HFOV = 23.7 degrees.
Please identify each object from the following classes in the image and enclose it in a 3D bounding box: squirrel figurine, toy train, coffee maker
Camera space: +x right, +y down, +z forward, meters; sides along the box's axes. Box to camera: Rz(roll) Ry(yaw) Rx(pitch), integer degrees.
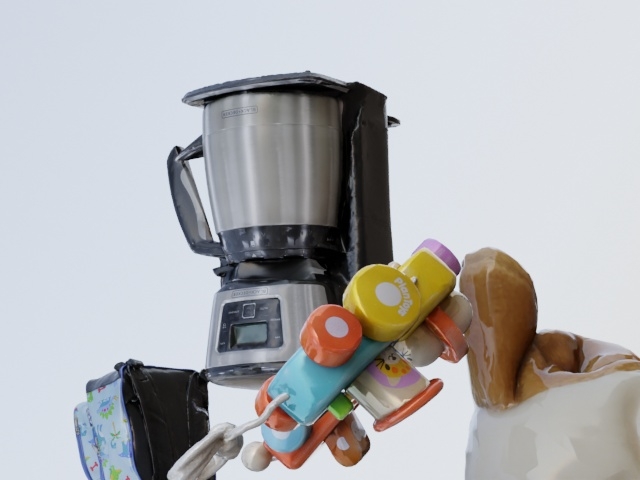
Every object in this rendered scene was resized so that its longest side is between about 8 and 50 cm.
[{"bbox_3d":[0.301,0.205,1.089,0.397,0.370,0.281,68,-157,-52],"label":"squirrel figurine"},{"bbox_3d":[0.010,0.059,0.555,0.125,0.046,0.166,-49,-8,11],"label":"toy train"},{"bbox_3d":[0.000,0.000,0.923,0.171,0.120,0.178,2,-99,-39],"label":"coffee maker"}]

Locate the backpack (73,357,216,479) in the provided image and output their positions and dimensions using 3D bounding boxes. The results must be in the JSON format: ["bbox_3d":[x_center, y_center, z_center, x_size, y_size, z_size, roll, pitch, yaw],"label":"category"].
[{"bbox_3d":[-0.136,0.163,1.207,0.105,0.084,0.114,13,-124,-47],"label":"backpack"}]
